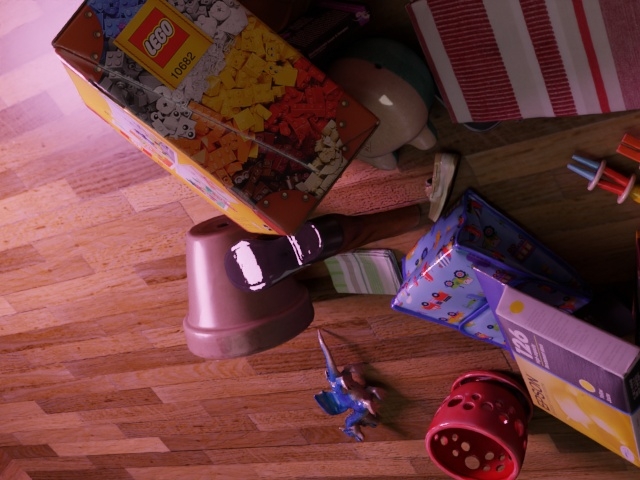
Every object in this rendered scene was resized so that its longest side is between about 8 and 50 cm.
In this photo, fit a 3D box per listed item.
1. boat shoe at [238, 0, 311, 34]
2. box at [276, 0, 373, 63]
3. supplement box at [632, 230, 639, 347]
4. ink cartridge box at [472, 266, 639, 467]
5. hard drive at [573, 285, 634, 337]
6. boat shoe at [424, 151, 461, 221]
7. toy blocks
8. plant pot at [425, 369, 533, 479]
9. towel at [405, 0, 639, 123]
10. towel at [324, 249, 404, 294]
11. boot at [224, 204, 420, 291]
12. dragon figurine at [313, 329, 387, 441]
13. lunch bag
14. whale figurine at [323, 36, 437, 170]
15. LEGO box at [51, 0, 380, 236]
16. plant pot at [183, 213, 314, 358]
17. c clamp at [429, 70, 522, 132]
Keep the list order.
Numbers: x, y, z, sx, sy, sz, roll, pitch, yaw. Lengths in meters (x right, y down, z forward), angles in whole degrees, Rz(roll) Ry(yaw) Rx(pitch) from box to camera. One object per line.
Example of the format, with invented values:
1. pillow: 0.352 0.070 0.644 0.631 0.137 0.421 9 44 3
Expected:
1. boat shoe: -0.075 -0.415 1.305 0.122 0.110 0.341 22 136 9
2. box: -0.015 -0.302 1.315 0.116 0.162 0.029 32 155 54
3. supplement box: 0.561 0.115 1.381 0.129 0.194 0.191 -1 129 15
4. ink cartridge box: 0.384 0.206 1.428 0.307 0.072 0.303 26 158 40
5. hard drive: 0.496 0.141 1.578 0.094 0.022 0.135 41 136 -11
6. boat shoe: 0.200 -0.093 1.505 0.045 0.050 0.135 22 126 13
7. toy blocks: 0.460 -0.112 1.342 0.148 0.054 0.123 25 137 6
8. plant pot: 0.321 0.365 1.767 0.191 0.174 0.191 15 135 15
9. towel: 0.305 -0.270 1.249 0.329 0.037 0.237 0 136 33
10. towel: 0.083 0.065 1.728 0.152 0.023 0.113 -1 128 29
11. boot: 0.000 0.000 1.561 0.264 0.280 0.096 -31 79 38
12. dragon figurine: 0.045 0.331 1.947 0.289 0.085 0.144 46 134 -18
13. lunch bag: 0.311 0.082 1.562 0.293 0.138 0.221 28 138 -10
14. whale figurine: 0.094 -0.215 1.410 0.216 0.141 0.272 24 161 12
15. LEGO box: -0.164 -0.192 1.312 0.372 0.193 0.500 39 174 -9
16. plant pot: -0.162 0.074 1.727 0.263 0.263 0.229 -4 111 31
17. c clamp: 0.248 -0.229 1.374 0.161 0.022 0.137 37 141 -10
